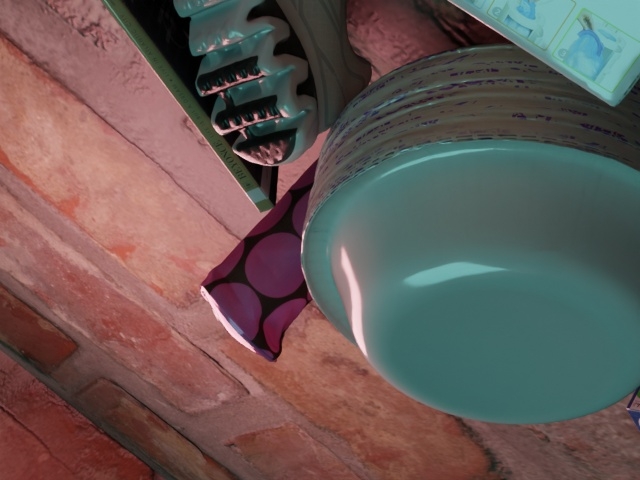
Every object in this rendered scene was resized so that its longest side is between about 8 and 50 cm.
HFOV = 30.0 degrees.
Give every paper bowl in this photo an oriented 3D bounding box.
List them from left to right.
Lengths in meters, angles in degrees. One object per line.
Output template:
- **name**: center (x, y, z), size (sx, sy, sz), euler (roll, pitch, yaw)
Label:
- **paper bowl**: center (0.127, 0.018, 0.806), size (0.284, 0.148, 0.284), euler (7, 141, 5)

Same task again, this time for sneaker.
- **sneaker**: center (-0.052, -0.202, 0.815), size (0.110, 0.118, 0.292), euler (3, 119, 49)

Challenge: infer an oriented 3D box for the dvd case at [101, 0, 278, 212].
- **dvd case**: center (-0.093, -0.148, 0.902), size (0.018, 0.164, 0.221), euler (-24, 125, 19)

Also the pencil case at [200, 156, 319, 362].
- **pencil case**: center (0.000, 0.000, 0.961), size (0.098, 0.209, 0.095), euler (49, 172, -34)

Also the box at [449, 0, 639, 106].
- **box**: center (0.105, -0.181, 0.612), size (0.203, 0.114, 0.103), euler (34, 130, 5)

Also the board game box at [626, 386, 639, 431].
- **board game box**: center (0.369, 0.206, 1.054), size (0.136, 0.035, 0.201), euler (5, 140, 46)
